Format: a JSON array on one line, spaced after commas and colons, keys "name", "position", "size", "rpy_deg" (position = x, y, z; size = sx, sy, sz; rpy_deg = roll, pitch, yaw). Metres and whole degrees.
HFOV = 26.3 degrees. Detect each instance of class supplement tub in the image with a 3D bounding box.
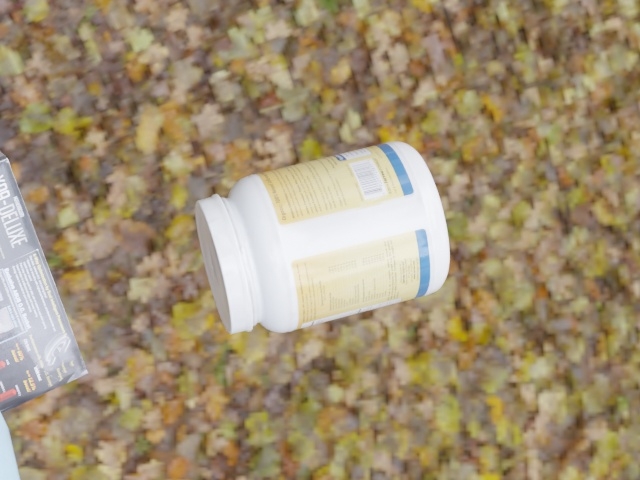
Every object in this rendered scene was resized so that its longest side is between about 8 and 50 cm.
[{"name": "supplement tub", "position": [0.000, 0.000, 1.219], "size": [0.200, 0.144, 0.144], "rpy_deg": [-14, 93, -11]}]

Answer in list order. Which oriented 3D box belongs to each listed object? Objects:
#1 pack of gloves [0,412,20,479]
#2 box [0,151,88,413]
[{"name": "pack of gloves", "position": [-0.188, 0.016, 0.384], "size": [0.195, 0.046, 0.232], "rpy_deg": [7, 56, -38]}, {"name": "box", "position": [-0.444, 0.071, 1.639], "size": [0.242, 0.076, 0.307], "rpy_deg": [-25, 116, -19]}]
